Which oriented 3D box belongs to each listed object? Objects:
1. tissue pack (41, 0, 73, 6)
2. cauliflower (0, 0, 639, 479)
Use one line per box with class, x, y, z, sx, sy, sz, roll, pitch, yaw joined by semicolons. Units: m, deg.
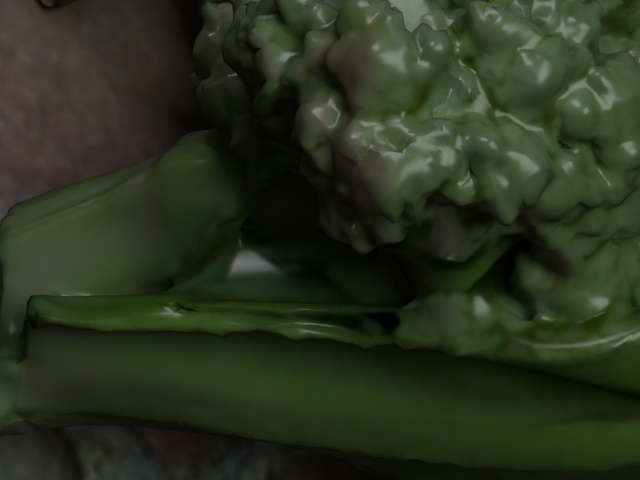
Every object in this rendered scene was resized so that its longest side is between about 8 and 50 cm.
tissue pack;-0.044;-0.162;0.640;0.148;0.106;0.099;-43;100;-34
cauliflower;0.000;0.000;0.577;0.315;0.256;0.239;-16;88;-4
